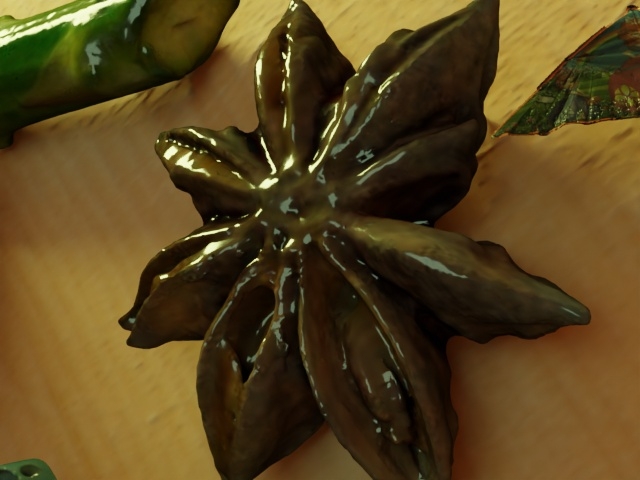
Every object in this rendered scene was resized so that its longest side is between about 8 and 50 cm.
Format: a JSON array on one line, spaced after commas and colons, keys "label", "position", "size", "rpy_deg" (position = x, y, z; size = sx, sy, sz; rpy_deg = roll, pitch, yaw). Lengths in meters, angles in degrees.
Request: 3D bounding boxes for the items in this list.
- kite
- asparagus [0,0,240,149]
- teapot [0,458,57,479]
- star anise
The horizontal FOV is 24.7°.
[{"label": "kite", "position": [0.182, -0.078, 0.770], "size": [0.190, 0.010, 0.159], "rpy_deg": [-6, 41, 3]}, {"label": "asparagus", "position": [-0.207, -0.113, 0.997], "size": [0.343, 0.082, 0.085], "rpy_deg": [-13, 71, 27]}, {"label": "teapot", "position": [-0.152, 0.237, 0.790], "size": [0.225, 0.171, 0.203], "rpy_deg": [46, 129, 39]}, {"label": "star anise", "position": [0.017, -0.007, 0.817], "size": [0.315, 0.108, 0.315], "rpy_deg": [-11, 65, 25]}]
